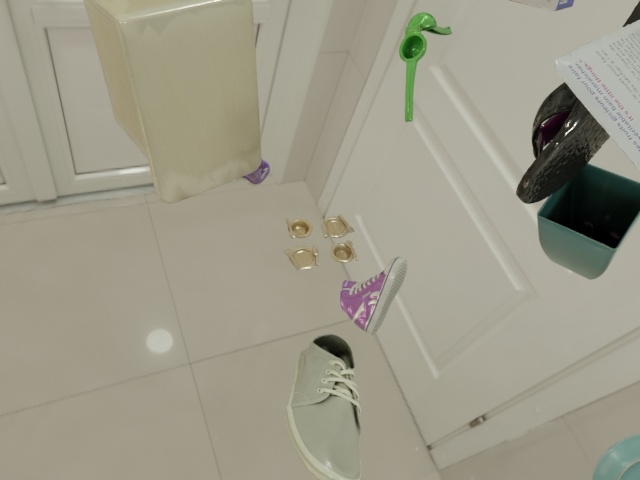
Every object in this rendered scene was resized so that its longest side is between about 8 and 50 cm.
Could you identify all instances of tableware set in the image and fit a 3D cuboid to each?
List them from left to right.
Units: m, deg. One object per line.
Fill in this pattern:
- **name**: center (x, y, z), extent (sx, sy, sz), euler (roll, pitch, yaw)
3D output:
- **tableware set**: center (0.000, 0.000, 1.130), extent (0.169, 0.020, 0.141), euler (-6, 52, -15)

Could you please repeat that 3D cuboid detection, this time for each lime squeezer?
- **lime squeezer**: center (0.189, -0.365, 1.007), extent (0.059, 0.110, 0.310), euler (9, 53, 23)

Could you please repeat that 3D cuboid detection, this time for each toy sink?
- **toy sink**: center (-0.174, -0.191, 0.648), extent (0.153, 0.234, 0.131), euler (-26, 50, -26)

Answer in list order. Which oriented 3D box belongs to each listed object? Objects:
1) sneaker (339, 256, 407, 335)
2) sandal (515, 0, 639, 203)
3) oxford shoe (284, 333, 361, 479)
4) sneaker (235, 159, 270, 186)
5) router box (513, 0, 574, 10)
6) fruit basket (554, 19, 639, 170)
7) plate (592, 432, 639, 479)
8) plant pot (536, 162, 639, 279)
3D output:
- **sneaker**: center (0.140, 0.138, 1.538), extent (0.161, 0.282, 0.102), euler (36, 32, 22)
- **sandal**: center (0.506, -0.267, 0.983), extent (0.167, 0.446, 0.107), euler (1, 38, -40)
- **oxford shoe**: center (0.020, 0.338, 1.130), extent (0.169, 0.130, 0.449), euler (34, 15, -13)
- **sneaker**: center (-0.146, -0.159, 1.144), extent (0.170, 0.071, 0.068), euler (-17, 90, -71)
- **router box**: center (0.433, -0.699, 1.106), extent (0.082, 0.335, 0.301), euler (-27, 46, -34)
- **fruit basket**: center (0.352, -0.040, 0.377), extent (0.353, 0.165, 0.327), euler (-31, 81, -25)
- **plate**: center (0.560, 0.411, 0.880), extent (0.188, 0.188, 0.024), euler (24, 15, 0)
- **plant pot**: center (0.592, -0.023, 1.162), extent (0.166, 0.234, 0.165), euler (32, 75, 31)
